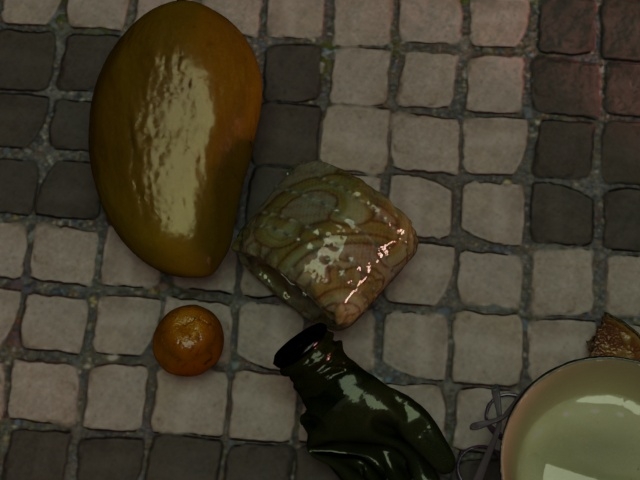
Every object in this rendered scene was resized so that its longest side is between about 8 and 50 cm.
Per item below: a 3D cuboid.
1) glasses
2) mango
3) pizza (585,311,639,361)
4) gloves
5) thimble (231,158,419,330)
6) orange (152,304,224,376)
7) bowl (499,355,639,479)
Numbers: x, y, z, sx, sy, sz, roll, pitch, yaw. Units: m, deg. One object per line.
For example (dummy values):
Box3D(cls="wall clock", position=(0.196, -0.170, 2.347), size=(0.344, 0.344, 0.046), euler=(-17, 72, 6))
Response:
Box3D(cls="glasses", position=(0.194, 0.207, 1.563), size=(0.062, 0.104, 0.140), euler=(28, 70, 13))
Box3D(cls="mango", position=(-0.175, -0.124, 1.674), size=(0.195, 0.142, 0.331), euler=(8, 73, 10))
Box3D(cls="pizza", position=(0.334, 0.128, 1.631), size=(0.100, 0.029, 0.099), euler=(-3, 62, -2))
Box3D(cls="gloves", position=(0.053, 0.210, 1.563), size=(0.135, 0.107, 0.268), euler=(-35, 84, 11))
Box3D(cls="thimble", position=(0.000, 0.000, 1.626), size=(0.190, 0.137, 0.143), euler=(35, 74, 24))
Box3D(cls="orange", position=(-0.148, 0.114, 1.624), size=(0.083, 0.070, 0.083), euler=(-1, 58, 2))
Box3D(cls="bowl", position=(0.302, 0.249, 1.532), size=(0.238, 0.126, 0.238), euler=(-1, 71, 2))
